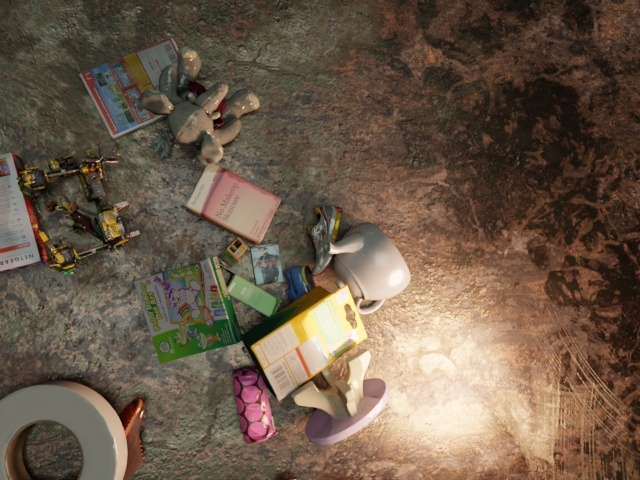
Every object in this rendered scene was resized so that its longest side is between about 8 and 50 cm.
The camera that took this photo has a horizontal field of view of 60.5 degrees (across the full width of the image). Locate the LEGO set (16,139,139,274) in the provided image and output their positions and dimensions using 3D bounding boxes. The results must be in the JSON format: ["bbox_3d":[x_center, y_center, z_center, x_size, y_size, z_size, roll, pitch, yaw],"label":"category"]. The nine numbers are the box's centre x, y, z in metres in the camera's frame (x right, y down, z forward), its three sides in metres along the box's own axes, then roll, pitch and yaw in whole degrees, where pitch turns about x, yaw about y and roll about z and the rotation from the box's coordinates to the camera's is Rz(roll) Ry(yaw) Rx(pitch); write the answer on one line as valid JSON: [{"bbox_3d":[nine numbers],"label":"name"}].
[{"bbox_3d":[-0.623,-0.086,1.427,0.255,0.192,0.331,-12,86,-38],"label":"LEGO set"}]

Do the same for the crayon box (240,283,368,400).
[{"bbox_3d":[-0.040,0.275,1.564,0.323,0.083,0.203,-31,116,-19],"label":"crayon box"}]

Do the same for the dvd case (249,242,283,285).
[{"bbox_3d":[-0.161,0.071,1.650,0.087,0.013,0.119,-7,88,-13],"label":"dvd case"}]

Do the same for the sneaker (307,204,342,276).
[{"bbox_3d":[0.000,0.000,1.661,0.093,0.088,0.225,12,76,-7],"label":"sneaker"}]

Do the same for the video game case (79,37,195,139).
[{"bbox_3d":[-0.513,-0.441,1.587,0.285,0.025,0.204,-27,94,-13],"label":"video game case"}]

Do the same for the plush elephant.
[{"bbox_3d":[-0.334,-0.350,1.489,0.272,0.255,0.330,40,85,-24],"label":"plush elephant"}]

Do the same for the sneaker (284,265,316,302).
[{"bbox_3d":[-0.051,0.177,1.652,0.082,0.069,0.209,-13,100,18],"label":"sneaker"}]

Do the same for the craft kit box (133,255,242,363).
[{"bbox_3d":[-0.367,0.193,1.524,0.247,0.061,0.249,-18,91,18],"label":"craft kit box"}]

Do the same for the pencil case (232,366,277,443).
[{"bbox_3d":[-0.191,0.470,1.587,0.098,0.095,0.209,-12,91,18],"label":"pencil case"}]

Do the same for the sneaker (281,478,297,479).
[{"bbox_3d":[-0.090,0.841,1.575,0.111,0.121,0.299,2,87,-13],"label":"sneaker"}]

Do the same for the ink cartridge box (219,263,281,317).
[{"bbox_3d":[-0.223,0.145,1.583,0.209,0.109,0.062,32,80,-10],"label":"ink cartridge box"}]

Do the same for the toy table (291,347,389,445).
[{"bbox_3d":[0.054,0.441,1.578,0.274,0.252,0.160,-34,111,-24],"label":"toy table"}]

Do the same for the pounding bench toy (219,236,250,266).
[{"bbox_3d":[-0.257,0.037,1.613,0.052,0.083,0.065,47,48,-9],"label":"pounding bench toy"}]

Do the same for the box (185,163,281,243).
[{"bbox_3d":[-0.252,-0.104,1.579,0.232,0.127,0.148,27,82,-11],"label":"box"}]

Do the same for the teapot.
[{"bbox_3d":[0.128,0.086,1.607,0.187,0.252,0.256,-36,88,-8],"label":"teapot"}]

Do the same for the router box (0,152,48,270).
[{"bbox_3d":[-0.938,-0.046,1.443,0.336,0.082,0.301,-14,91,-13],"label":"router box"}]

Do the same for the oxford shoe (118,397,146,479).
[{"bbox_3d":[-0.530,0.569,1.515,0.098,0.097,0.271,23,88,-29],"label":"oxford shoe"}]

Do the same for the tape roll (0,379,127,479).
[{"bbox_3d":[-0.703,0.563,1.425,0.392,0.072,0.392,0,87,4],"label":"tape roll"}]
